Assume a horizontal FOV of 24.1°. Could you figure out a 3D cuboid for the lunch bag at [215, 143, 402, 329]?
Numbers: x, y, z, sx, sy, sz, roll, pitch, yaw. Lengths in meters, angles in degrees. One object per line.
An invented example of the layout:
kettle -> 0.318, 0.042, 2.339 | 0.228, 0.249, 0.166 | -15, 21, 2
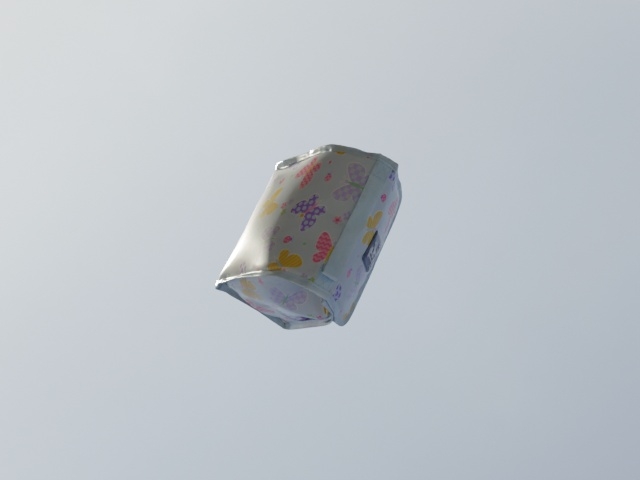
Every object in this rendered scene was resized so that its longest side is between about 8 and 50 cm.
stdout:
lunch bag -> 0.000, 0.000, 0.656 | 0.083, 0.053, 0.071 | -18, -137, 64
